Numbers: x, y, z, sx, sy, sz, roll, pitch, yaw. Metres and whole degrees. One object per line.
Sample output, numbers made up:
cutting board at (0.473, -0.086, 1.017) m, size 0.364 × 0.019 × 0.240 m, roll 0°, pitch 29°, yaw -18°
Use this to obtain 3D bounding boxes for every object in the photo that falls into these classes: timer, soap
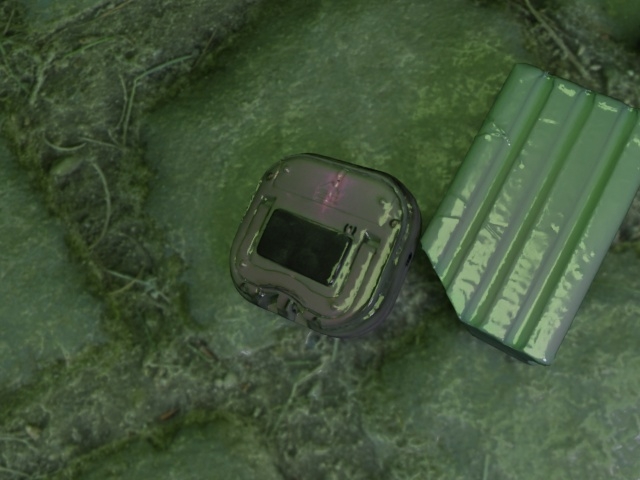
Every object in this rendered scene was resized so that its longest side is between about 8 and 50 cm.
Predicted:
timer at (0.000, 0.000, 0.658) m, size 0.208 × 0.069 × 0.191 m, roll 19°, pitch 82°, yaw 26°
soap at (0.226, -0.030, 0.640) m, size 0.172 × 0.095 × 0.290 m, roll 27°, pitch 83°, yaw 14°
